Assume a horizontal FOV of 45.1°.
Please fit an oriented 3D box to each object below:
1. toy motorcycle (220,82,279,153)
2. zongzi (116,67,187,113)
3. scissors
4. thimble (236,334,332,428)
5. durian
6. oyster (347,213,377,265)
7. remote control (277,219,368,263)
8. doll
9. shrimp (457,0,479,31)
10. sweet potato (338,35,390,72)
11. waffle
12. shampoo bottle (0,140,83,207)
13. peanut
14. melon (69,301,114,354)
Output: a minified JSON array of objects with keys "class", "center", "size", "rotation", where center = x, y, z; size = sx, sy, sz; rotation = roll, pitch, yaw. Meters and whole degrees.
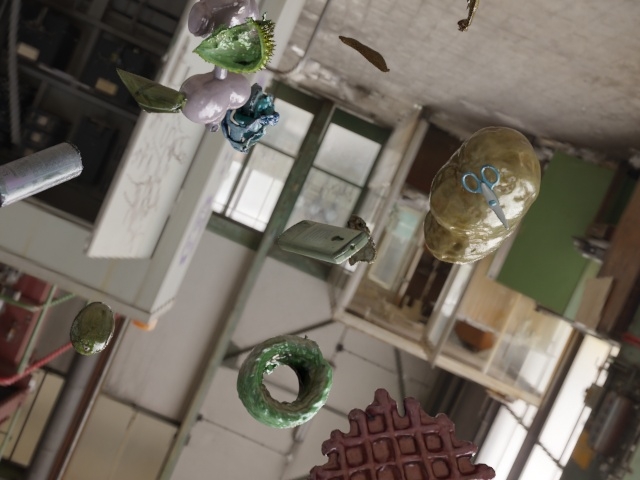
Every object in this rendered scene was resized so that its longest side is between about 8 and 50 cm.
[{"class":"toy motorcycle","center":[-0.208,-0.364,2.316],"size":[0.154,0.206,0.260],"rotation":[24,-176,6]},{"class":"zongzi","center":[-0.319,-0.288,1.459],"size":[0.104,0.052,0.113],"rotation":[3,147,32]},{"class":"scissors","center":[0.266,-0.065,1.197],"size":[0.119,0.058,0.014],"rotation":[55,-150,-24]},{"class":"thimble","center":[-0.084,0.328,1.813],"size":[0.219,0.219,0.150],"rotation":[23,157,-7]},{"class":"durian","center":[-0.133,-0.349,1.361],"size":[0.215,0.086,0.100],"rotation":[-9,167,43]},{"class":"oyster","center":[0.107,-0.003,2.034],"size":[0.051,0.148,0.103],"rotation":[5,161,-43]},{"class":"remote control","center":[0.000,0.000,1.706],"size":[0.233,0.098,0.038],"rotation":[12,133,53]},{"class":"doll","center":[-0.193,-0.362,1.487],"size":[0.160,0.365,0.094],"rotation":[-27,-124,-39]},{"class":"shrimp","center":[0.274,-0.461,1.451],"size":[0.034,0.124,0.178],"rotation":[1,-150,-7]},{"class":"sweet potato","center":[0.084,-0.346,1.414],"size":[0.115,0.026,0.026],"rotation":[37,-175,9]},{"class":"waffle","center":[0.105,0.318,0.983],"size":[0.234,0.221,0.055],"rotation":[36,165,7]},{"class":"shampoo bottle","center":[-0.517,-0.106,1.330],"size":[0.072,0.072,0.214],"rotation":[26,-141,30]},{"class":"peanut","center":[0.296,-0.069,1.474],"size":[0.387,0.192,0.170],"rotation":[100,147,-62]},{"class":"melon","center":[-0.534,0.203,1.814],"size":[0.099,0.099,0.162],"rotation":[23,-154,-15]}]
